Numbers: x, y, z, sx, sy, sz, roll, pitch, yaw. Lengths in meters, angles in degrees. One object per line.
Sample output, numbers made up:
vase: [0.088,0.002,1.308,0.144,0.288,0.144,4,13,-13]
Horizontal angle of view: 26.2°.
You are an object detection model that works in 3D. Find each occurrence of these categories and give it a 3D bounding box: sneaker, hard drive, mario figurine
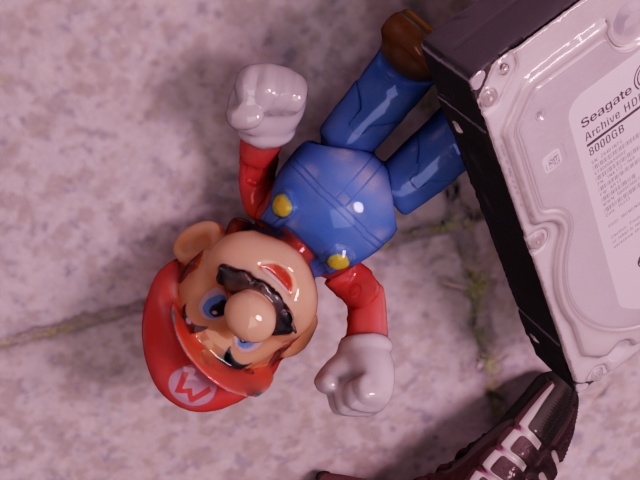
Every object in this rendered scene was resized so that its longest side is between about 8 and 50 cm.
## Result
sneaker: [0.081,0.199,1.121,0.281,0.162,0.106,-54,148,-16]
hard drive: [0.219,-0.068,0.943,0.237,0.064,0.339,-36,135,-10]
mario figurine: [0.000,0.000,0.960,0.320,0.198,0.170,-48,151,7]
